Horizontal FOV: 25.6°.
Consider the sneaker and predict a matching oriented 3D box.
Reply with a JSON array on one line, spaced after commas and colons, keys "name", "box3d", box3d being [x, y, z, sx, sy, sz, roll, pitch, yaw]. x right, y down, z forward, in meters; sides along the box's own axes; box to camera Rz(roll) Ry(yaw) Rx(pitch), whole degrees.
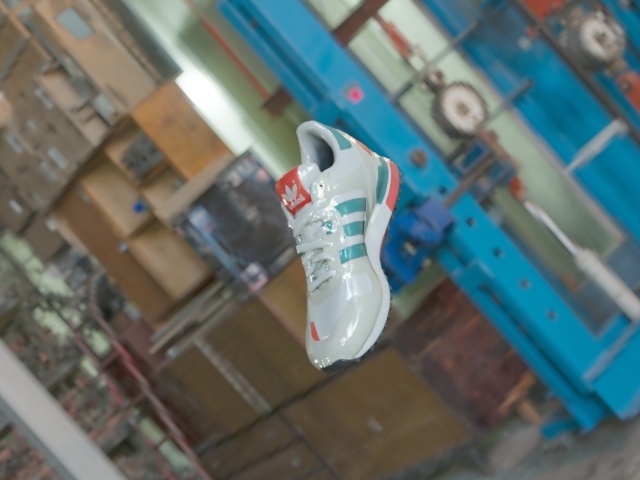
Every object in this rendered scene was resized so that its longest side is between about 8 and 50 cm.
[{"name": "sneaker", "box3d": [0.000, 0.000, 0.805, 0.057, 0.075, 0.161, -29, 38, 38]}]
